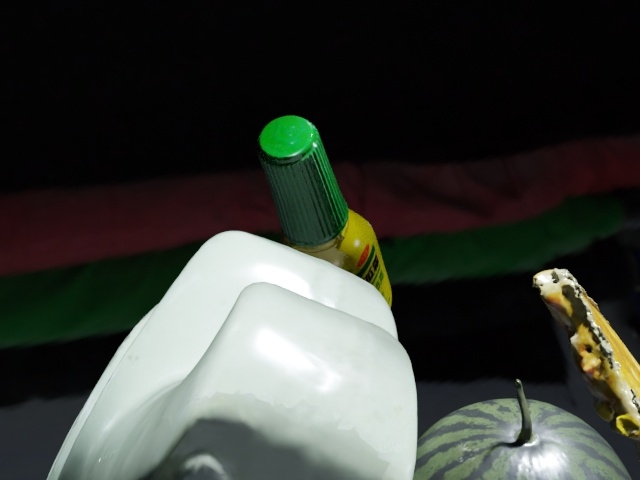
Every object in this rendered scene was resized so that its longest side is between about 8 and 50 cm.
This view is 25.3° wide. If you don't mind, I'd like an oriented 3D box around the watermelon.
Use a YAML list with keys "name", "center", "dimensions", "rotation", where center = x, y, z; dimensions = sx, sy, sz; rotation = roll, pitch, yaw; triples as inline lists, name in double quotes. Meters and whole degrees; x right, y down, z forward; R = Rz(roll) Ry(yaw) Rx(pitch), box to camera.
- name: "watermelon"
  center: [0.078, 0.107, 0.577]
  dimensions: [0.105, 0.105, 0.133]
  rotation: [-14, -50, -12]

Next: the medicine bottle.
- name: "medicine bottle"
  center: [0.000, 0.000, 1.115]
  dimensions: [0.095, 0.064, 0.260]
  rotation: [-44, -34, -18]

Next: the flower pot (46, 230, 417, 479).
- name: "flower pot"
  center: [-0.065, 0.174, 0.662]
  dimensions: [0.165, 0.254, 0.367]
  rotation: [22, -76, -5]

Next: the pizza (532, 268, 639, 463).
- name: "pizza"
  center: [0.217, 0.117, 1.004]
  dimensions: [0.036, 0.176, 0.185]
  rotation: [-32, -45, 14]
